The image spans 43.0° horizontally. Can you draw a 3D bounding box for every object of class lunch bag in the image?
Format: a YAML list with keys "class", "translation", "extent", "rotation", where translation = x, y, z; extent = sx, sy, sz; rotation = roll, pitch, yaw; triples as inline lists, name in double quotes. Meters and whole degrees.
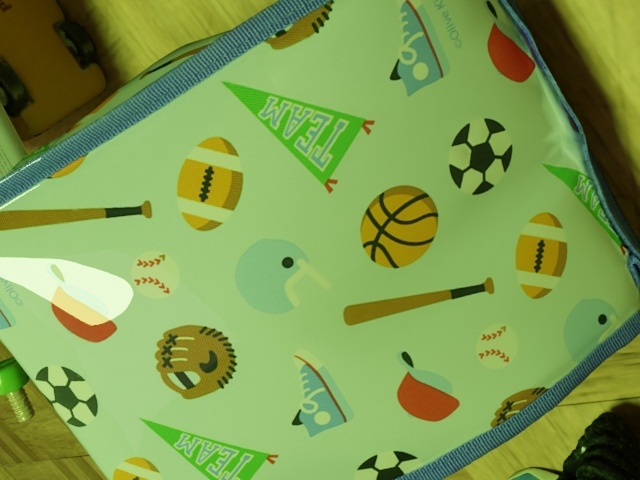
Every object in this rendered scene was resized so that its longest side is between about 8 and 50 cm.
- class: "lunch bag"
  translation: [0.000, 0.000, 0.578]
  extent: [0.385, 0.239, 0.328]
  rotation: [-29, 107, 14]

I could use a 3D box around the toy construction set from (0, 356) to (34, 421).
- class: "toy construction set"
  translation: [-0.158, -0.001, 0.790]
  extent: [0.308, 0.257, 0.237]
  rotation: [-11, 108, 24]

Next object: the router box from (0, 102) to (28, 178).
- class: "router box"
  translation: [-0.398, -0.144, 0.739]
  extent: [0.301, 0.082, 0.336]
  rotation: [13, 132, 47]

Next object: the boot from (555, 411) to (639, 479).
- class: "boot"
  translation: [0.293, 0.245, 0.558]
  extent: [0.260, 0.131, 0.348]
  rotation: [33, 178, 10]

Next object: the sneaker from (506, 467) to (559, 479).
- class: "sneaker"
  translation: [0.214, 0.271, 0.785]
  extent: [0.152, 0.084, 0.058]
  rotation: [-9, 109, 58]

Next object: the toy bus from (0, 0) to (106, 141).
- class: "toy bus"
  translation: [-0.356, -0.255, 0.777]
  extent: [0.130, 0.108, 0.333]
  rotation: [-9, 120, 47]
